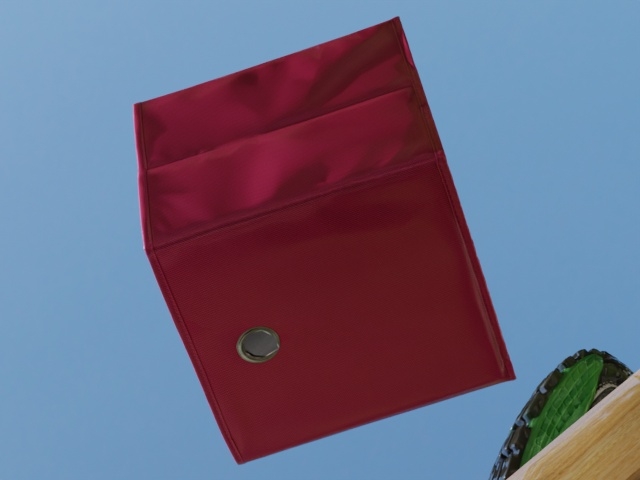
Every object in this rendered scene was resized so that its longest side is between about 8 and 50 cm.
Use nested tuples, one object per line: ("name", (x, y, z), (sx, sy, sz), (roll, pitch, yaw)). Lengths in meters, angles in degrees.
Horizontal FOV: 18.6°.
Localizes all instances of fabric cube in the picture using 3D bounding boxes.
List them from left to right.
("fabric cube", (0.000, 0.000, 1.721), (0.258, 0.254, 0.259), (-17, -146, 4))

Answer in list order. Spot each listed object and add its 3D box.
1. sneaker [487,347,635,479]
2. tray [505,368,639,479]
("sneaker", (0.151, 0.218, 1.088), (0.146, 0.134, 0.343), (11, -124, -2))
("tray", (0.048, 0.253, 0.774), (0.411, 0.203, 0.076), (-36, -158, -24))
